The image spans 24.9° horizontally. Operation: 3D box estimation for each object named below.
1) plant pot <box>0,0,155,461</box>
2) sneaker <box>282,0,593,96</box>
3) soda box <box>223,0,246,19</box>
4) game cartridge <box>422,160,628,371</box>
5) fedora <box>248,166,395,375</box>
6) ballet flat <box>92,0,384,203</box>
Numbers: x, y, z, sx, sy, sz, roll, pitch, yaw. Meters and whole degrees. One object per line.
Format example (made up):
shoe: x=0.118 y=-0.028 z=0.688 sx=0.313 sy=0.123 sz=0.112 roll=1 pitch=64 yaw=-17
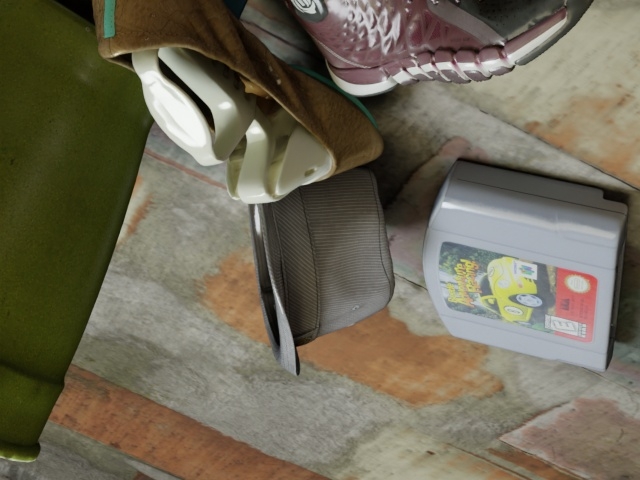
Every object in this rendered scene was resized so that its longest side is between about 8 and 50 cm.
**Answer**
plant pot: x=-0.323 y=-0.050 z=1.282 sx=0.367 sy=0.353 sz=0.366 roll=29 pitch=175 yaw=3
sneaker: x=0.064 y=-0.198 z=1.079 sx=0.281 sy=0.106 sz=0.162 roll=-12 pitch=135 yaw=47
soda box: x=-0.091 y=-0.214 z=1.190 sx=0.071 sy=0.067 sz=0.210 roll=24 pitch=152 yaw=-6
game cartridge: x=0.201 y=0.032 z=1.447 sx=0.196 sy=0.060 sz=0.294 roll=16 pitch=152 yaw=18
fedora: x=0.000 y=0.000 z=1.396 sx=0.124 sy=0.243 sz=0.275 roll=-9 pitch=149 yaw=-6
ballet flat: x=-0.066 y=-0.106 z=1.172 sx=0.116 sy=0.124 sz=0.342 roll=-8 pitch=151 yaw=31
